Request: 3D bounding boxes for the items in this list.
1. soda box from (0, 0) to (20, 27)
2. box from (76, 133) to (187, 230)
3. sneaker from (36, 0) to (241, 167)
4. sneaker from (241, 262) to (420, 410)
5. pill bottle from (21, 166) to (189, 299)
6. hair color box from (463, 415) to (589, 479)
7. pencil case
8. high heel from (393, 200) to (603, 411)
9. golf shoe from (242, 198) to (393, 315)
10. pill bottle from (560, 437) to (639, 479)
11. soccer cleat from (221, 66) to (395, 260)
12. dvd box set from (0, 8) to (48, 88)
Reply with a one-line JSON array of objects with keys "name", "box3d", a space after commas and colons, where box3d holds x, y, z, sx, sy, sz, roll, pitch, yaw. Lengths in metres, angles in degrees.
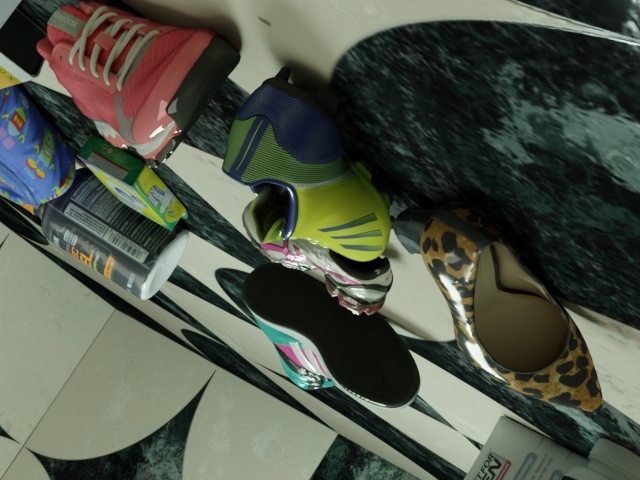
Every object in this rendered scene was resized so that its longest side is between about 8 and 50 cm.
[{"name": "soda box", "box3d": [-0.316, -0.262, 1.283, 0.074, 0.069, 0.216, 32, 169, 8]}, {"name": "box", "box3d": [-0.255, -0.075, 2.025, 0.105, 0.043, 0.179, 29, 170, 24]}, {"name": "sneaker", "box3d": [-0.177, -0.147, 1.268, 0.136, 0.116, 0.314, 38, 169, -19]}, {"name": "sneaker", "box3d": [0.028, 0.159, 2.007, 0.295, 0.124, 0.178, 36, 167, 30]}, {"name": "pill bottle", "box3d": [-0.333, -0.025, 2.236, 0.245, 0.130, 0.130, 32, 169, 7]}, {"name": "hair color box", "box3d": [0.361, 0.406, 1.979, 0.374, 0.185, 0.113, 25, 167, 38]}, {"name": "pencil case", "box3d": [-0.438, -0.143, 2.018, 0.119, 0.133, 0.306, -3, 162, 10]}, {"name": "high heel", "box3d": [0.173, 0.070, 1.252, 0.261, 0.093, 0.186, 44, 174, -10]}, {"name": "golf shoe", "box3d": [0.000, 0.000, 1.584, 0.186, 0.067, 0.086, 31, 143, 11]}, {"name": "pill bottle", "box3d": [0.324, 0.342, 1.777, 0.108, 0.193, 0.108, 31, 169, 7]}, {"name": "soccer cleat", "box3d": [-0.014, -0.038, 1.253, 0.093, 0.121, 0.289, 29, 168, 25]}, {"name": "dvd box set", "box3d": [-0.541, -0.246, 1.619, 0.420, 0.062, 0.307, -8, 145, 40]}]
